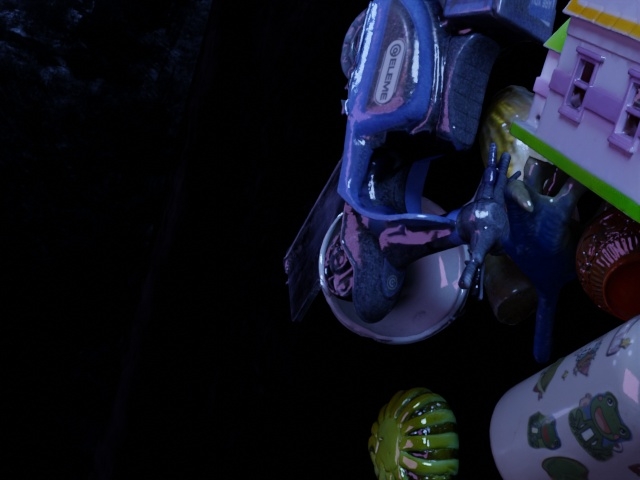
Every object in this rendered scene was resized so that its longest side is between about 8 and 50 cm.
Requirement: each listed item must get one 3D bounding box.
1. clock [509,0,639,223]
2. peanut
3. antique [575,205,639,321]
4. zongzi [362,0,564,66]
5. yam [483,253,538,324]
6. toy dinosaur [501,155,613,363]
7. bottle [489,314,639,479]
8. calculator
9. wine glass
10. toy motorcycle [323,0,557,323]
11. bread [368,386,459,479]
[{"bbox_3d":[0.289,-0.176,0.661,0.235,0.166,0.309,-122,41,-62],"label":"clock"},{"bbox_3d":[0.204,-0.066,0.917,0.087,0.087,0.206,129,146,-49],"label":"peanut"},{"bbox_3d":[0.250,0.016,0.729,0.104,0.104,0.104,-167,90,-69],"label":"antique"},{"bbox_3d":[0.128,-0.292,1.082,0.362,0.319,0.383,-54,48,42],"label":"zongzi"},{"bbox_3d":[0.187,0.027,0.955,0.132,0.054,0.054,-102,32,-51],"label":"yam"},{"bbox_3d":[0.177,0.028,0.774,0.075,0.248,0.188,24,102,27],"label":"toy dinosaur"},{"bbox_3d":[0.237,0.118,0.672,0.253,0.120,0.120,134,144,-53],"label":"bottle"},{"bbox_3d":[0.000,0.000,1.498,0.161,0.021,0.261,-97,28,-42],"label":"calculator"},{"bbox_3d":[0.072,0.043,1.046,0.196,0.165,0.165,112,168,-78],"label":"wine glass"},{"bbox_3d":[0.104,-0.094,0.873,0.213,0.125,0.358,6,84,49],"label":"toy motorcycle"},{"bbox_3d":[0.100,0.230,1.030,0.130,0.071,0.139,-46,37,47],"label":"bread"}]
